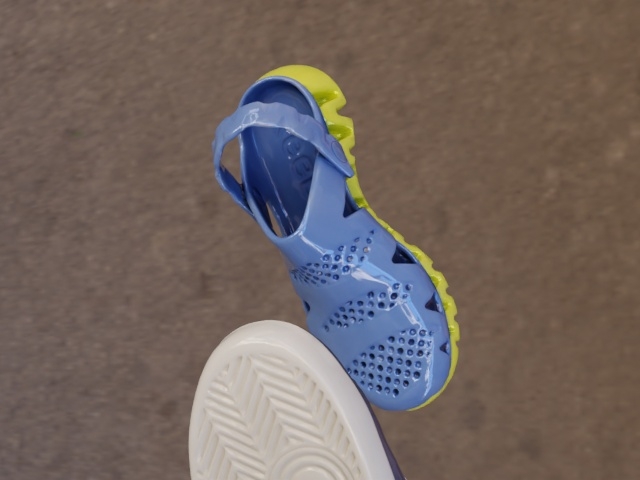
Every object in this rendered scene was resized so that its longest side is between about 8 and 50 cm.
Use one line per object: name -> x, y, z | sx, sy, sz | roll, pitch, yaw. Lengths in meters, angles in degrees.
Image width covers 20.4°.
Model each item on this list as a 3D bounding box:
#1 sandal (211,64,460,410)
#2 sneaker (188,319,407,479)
sandal -> 0.000, 0.000, 1.460 | 0.317, 0.126, 0.138 | 59, 22, 12
sneaker -> 0.030, 0.191, 1.137 | 0.350, 0.131, 0.148 | 69, 27, -17
